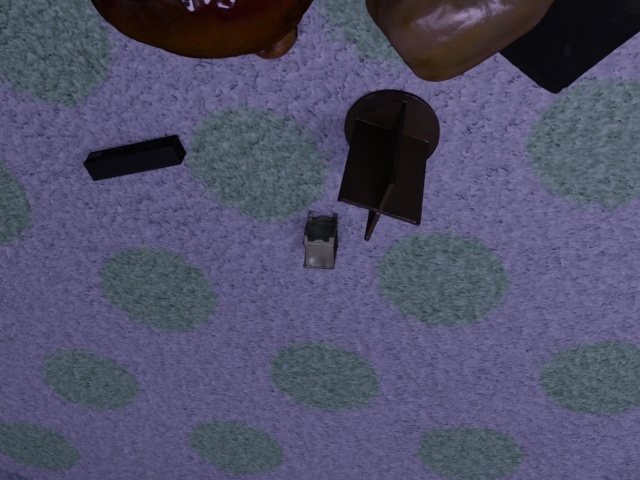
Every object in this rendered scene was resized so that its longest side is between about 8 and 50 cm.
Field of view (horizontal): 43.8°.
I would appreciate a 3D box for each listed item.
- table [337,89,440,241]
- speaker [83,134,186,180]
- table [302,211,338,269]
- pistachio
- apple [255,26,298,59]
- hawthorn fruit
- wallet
[{"bbox_3d":[0.107,-0.117,1.306,0.167,0.226,0.167,6,133,7],"label":"table"},{"bbox_3d":[-0.349,-0.155,1.494,0.191,0.040,0.046,-8,129,19],"label":"speaker"},{"bbox_3d":[0.000,0.000,1.542,0.063,0.079,0.083,4,132,5],"label":"table"},{"bbox_3d":[0.196,-0.355,1.112,0.261,0.162,0.212,-28,109,21],"label":"pistachio"},{"bbox_3d":[-0.077,-0.328,1.254,0.084,0.071,0.084,12,136,12],"label":"apple"},{"bbox_3d":[-0.168,-0.385,1.072,0.308,0.308,0.325,-24,132,30],"label":"hawthorn fruit"},{"bbox_3d":[0.371,-0.330,1.152,0.169,0.052,0.245,36,141,-15],"label":"wallet"}]
